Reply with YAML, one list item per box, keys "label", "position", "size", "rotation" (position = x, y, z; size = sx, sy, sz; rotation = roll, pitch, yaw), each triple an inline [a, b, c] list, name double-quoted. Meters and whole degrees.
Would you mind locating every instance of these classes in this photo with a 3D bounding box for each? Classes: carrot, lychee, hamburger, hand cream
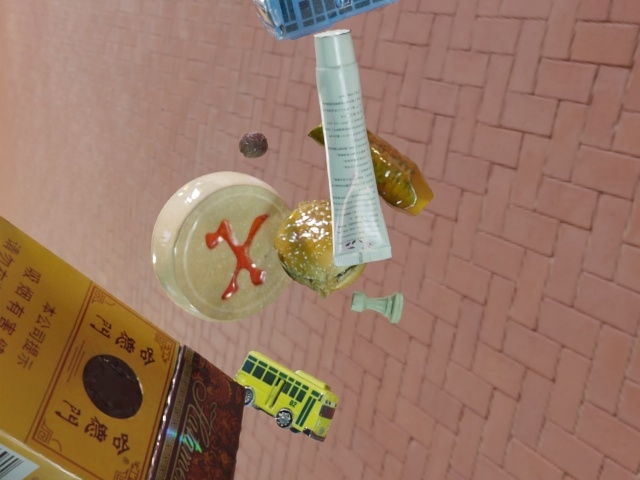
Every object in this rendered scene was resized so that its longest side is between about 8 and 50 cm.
- label: "carrot"
  position: [0.118, -0.173, 1.825]
  size: [0.114, 0.302, 0.114]
  rotation: [-50, 6, 7]
- label: "lychee"
  position: [-0.158, -0.227, 1.956]
  size: [0.083, 0.067, 0.068]
  rotation: [-27, 37, 41]
- label: "hamburger"
  position: [0.000, 0.000, 1.698]
  size: [0.215, 0.189, 0.122]
  rotation: [44, 164, 36]
- label: "hand cream"
  position: [0.039, -0.118, 1.139]
  size: [0.058, 0.085, 0.331]
  rotation: [-114, 14, -71]

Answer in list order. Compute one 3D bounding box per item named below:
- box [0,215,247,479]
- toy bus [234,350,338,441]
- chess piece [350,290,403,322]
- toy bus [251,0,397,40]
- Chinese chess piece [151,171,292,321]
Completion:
- label: "box"
  position: [-0.278, 0.187, 0.956]
  size: [0.116, 0.415, 0.264]
  rotation: [-38, 25, 26]
- label: "toy bus"
  position: [-0.087, 0.396, 2.115]
  size: [0.262, 0.128, 0.150]
  rotation: [24, 80, 24]
- label: "chess piece"
  position: [0.115, 0.131, 1.699]
  size: [0.067, 0.103, 0.067]
  rotation: [-172, 90, -90]
- label: "toy bus"
  position: [0.005, -0.396, 1.267]
  size: [0.116, 0.234, 0.134]
  rotation: [-125, 17, -54]
- label: "Chinese chess piece"
  position: [-0.211, 0.014, 1.849]
  size: [0.140, 0.338, 0.338]
  rotation: [23, 106, 53]
